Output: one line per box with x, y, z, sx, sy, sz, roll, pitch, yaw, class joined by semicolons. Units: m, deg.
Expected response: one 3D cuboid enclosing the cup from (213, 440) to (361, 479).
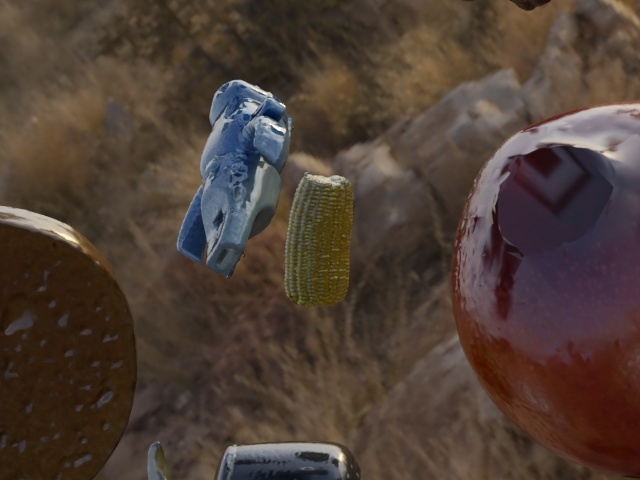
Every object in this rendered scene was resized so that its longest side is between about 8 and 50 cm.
-0.044;0.333;1.589;0.223;0.176;0.169;97;176;-63;cup

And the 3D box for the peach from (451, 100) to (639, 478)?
0.306;0.035;1.290;0.388;0.388;0.388;-35;19;14;peach

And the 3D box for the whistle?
-0.081;-0.072;1.338;0.180;0.093;0.269;-50;20;36;whistle

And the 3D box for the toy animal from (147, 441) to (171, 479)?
-0.180;0.339;1.346;0.121;0.169;0.233;-19;21;32;toy animal

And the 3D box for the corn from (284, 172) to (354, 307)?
0.000;0.000;1.618;0.085;0.165;0.063;6;16;-5;corn

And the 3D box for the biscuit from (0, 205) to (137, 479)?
-0.361;0.137;1.184;0.070;0.394;0.350;-168;85;-65;biscuit

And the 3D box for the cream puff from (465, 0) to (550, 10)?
0.207;-0.408;1.724;0.241;0.269;0.155;12;62;44;cream puff
